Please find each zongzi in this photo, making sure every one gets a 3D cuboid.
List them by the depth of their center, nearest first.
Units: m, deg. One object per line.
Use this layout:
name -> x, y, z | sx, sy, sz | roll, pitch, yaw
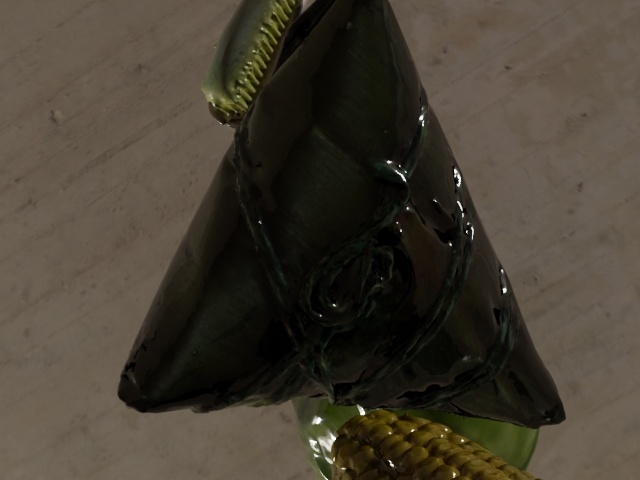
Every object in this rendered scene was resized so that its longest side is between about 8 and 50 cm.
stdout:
zongzi -> 0.000, 0.000, 0.709 | 0.383, 0.362, 0.319 | 34, -90, -43

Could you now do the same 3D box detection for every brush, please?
brush -> -0.036, -0.259, 0.799 | 0.072, 0.067, 0.313 | 23, -94, 21

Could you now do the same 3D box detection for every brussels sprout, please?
brussels sprout -> 0.116, 0.213, 0.983 | 0.289, 0.281, 0.355 | 2, -83, 39

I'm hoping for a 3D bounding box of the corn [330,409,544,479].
corn -> 0.116, 0.185, 0.395 | 0.119, 0.322, 0.119 | -18, -56, -30
